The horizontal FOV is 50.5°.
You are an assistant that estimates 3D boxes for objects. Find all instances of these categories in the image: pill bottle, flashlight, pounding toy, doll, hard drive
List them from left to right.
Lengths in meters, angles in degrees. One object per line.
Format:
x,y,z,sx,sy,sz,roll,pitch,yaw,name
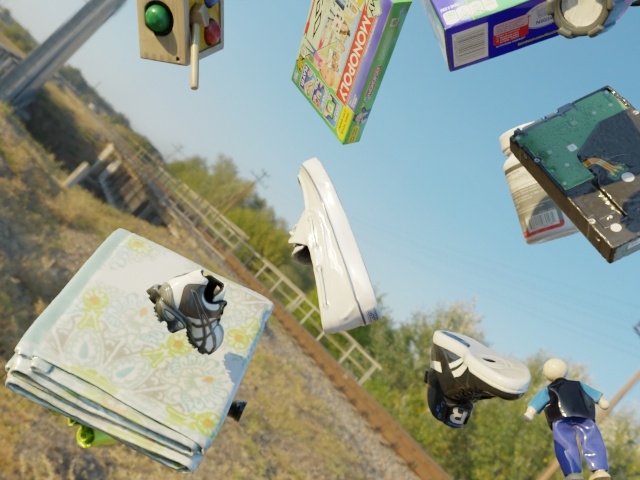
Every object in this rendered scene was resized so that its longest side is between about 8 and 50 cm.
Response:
-0.176,-0.285,0.893,0.100,0.130,0.141,13,31,15,pounding toy
0.554,-0.144,1.698,0.161,0.161,0.283,75,1,-81,pill bottle
0.369,0.264,1.014,0.046,0.129,0.189,76,9,-55,doll
0.550,-0.136,1.293,0.339,0.236,0.064,61,-4,37,hard drive
0.457,-0.386,1.049,0.103,0.304,0.103,35,-48,24,flashlight

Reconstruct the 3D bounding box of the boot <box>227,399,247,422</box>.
-0.207,0.337,1.410,0.099,0.045,0.121,27,-20,-3,boot

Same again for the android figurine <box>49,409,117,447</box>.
-0.403,0.254,1.269,0.273,0.056,0.248,24,58,-71,android figurine

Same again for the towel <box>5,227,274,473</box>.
-0.272,0.158,1.100,0.320,0.090,0.374,29,37,-5,towel

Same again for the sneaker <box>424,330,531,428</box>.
0.205,0.205,0.909,0.079,0.121,0.217,9,5,-13,sneaker

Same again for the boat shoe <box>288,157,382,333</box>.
0.000,0.000,0.876,0.095,0.084,0.258,69,1,-53,boat shoe

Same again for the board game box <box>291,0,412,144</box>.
0.046,-0.370,1.283,0.214,0.046,0.317,56,-34,29,board game box

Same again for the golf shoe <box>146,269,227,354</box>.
-0.163,0.102,0.969,0.077,0.093,0.198,56,-2,26,golf shoe

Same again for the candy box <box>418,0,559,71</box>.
0.292,-0.480,1.167,0.122,0.268,0.317,64,9,-60,candy box
